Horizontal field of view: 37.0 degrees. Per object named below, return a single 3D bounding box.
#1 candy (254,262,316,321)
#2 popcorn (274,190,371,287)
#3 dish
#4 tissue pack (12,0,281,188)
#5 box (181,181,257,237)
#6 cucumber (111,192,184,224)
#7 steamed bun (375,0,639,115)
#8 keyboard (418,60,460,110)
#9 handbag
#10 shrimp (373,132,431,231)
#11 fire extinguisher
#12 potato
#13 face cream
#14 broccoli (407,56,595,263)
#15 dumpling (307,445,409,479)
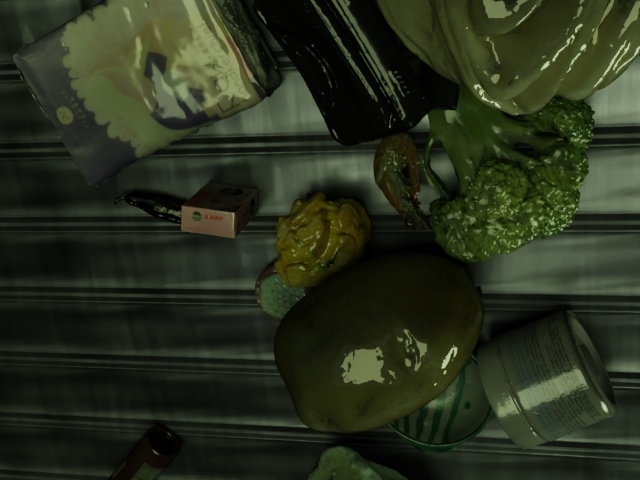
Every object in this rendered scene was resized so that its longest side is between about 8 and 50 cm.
[{"bbox_3d":[-0.057,0.084,1.574,0.103,0.043,0.103,6,113,15],"label":"candy"},{"bbox_3d":[0.000,0.000,1.477,0.167,0.152,0.148,-31,137,0],"label":"popcorn"},{"bbox_3d":[0.171,0.230,1.554,0.246,0.078,0.224,10,113,10],"label":"dish"},{"bbox_3d":[-0.257,-0.259,1.441,0.344,0.125,0.242,-23,104,22],"label":"tissue pack"},{"bbox_3d":[-0.157,-0.049,1.500,0.089,0.125,0.043,7,113,10],"label":"box"},{"bbox_3d":[-0.260,-0.052,1.577,0.163,0.043,0.039,19,157,10],"label":"cucumber"},{"bbox_3d":[0.258,-0.345,1.174,0.352,0.247,0.339,39,95,12],"label":"steamed bun"},{"bbox_3d":[0.173,-0.273,1.329,0.060,0.018,0.195,5,79,21],"label":"keyboard"},{"bbox_3d":[0.019,-0.257,1.330,0.088,0.244,0.275,-39,103,-18],"label":"handbag"},{"bbox_3d":[0.126,-0.086,1.405,0.041,0.180,0.099,7,138,-34],"label":"shrimp"},{"bbox_3d":[-0.355,0.442,1.766,0.071,0.099,0.231,48,115,16],"label":"fire extinguisher"},{"bbox_3d":[0.082,0.146,1.391,0.327,0.243,0.221,-24,108,18],"label":"potato"},{"bbox_3d":[0.343,0.208,1.446,0.153,0.177,0.177,-26,103,20],"label":"face cream"},{"bbox_3d":[0.253,-0.119,1.333,0.254,0.186,0.302,-6,115,25],"label":"broccoli"},{"bbox_3d":[0.078,0.501,1.617,0.270,0.212,0.320,17,104,10],"label":"dumpling"}]
